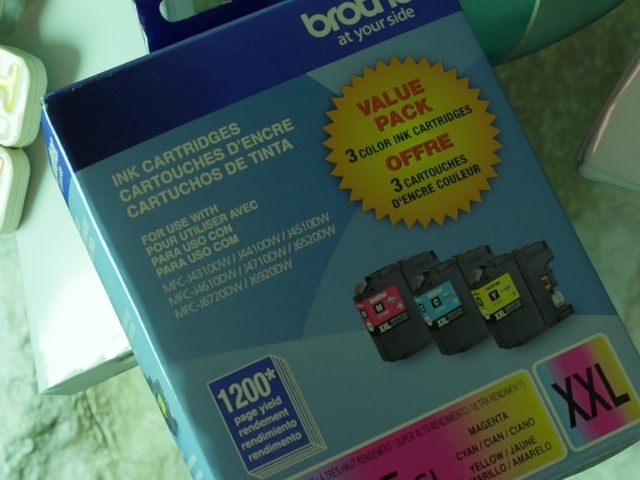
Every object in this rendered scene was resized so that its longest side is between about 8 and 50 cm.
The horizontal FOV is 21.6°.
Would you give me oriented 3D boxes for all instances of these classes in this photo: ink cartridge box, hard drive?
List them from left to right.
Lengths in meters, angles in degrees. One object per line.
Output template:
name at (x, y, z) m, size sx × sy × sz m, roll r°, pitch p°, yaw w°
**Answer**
hard drive at (-0.155, -0.063, 1.218) m, size 0.203 × 0.040 × 0.308 m, roll -26°, pitch 68°, yaw 39°
ink cartridge box at (0.000, 0.000, 1.044) m, size 0.270 × 0.151 × 0.395 m, roll -24°, pitch 78°, yaw -12°

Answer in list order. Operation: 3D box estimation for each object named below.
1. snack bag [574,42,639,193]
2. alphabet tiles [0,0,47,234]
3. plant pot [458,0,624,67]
snack bag at (0.361, -0.136, 1.113) m, size 0.323 × 0.037 × 0.342 m, roll 18°, pitch 113°, yaw -30°
alphabet tiles at (-0.326, -0.115, 1.296) m, size 0.284 × 0.021 × 0.278 m, roll 26°, pitch 111°, yaw 31°
plant pot at (0.162, -0.276, 1.100) m, size 0.195 × 0.290 × 0.290 m, roll -16°, pitch 104°, yaw -17°
